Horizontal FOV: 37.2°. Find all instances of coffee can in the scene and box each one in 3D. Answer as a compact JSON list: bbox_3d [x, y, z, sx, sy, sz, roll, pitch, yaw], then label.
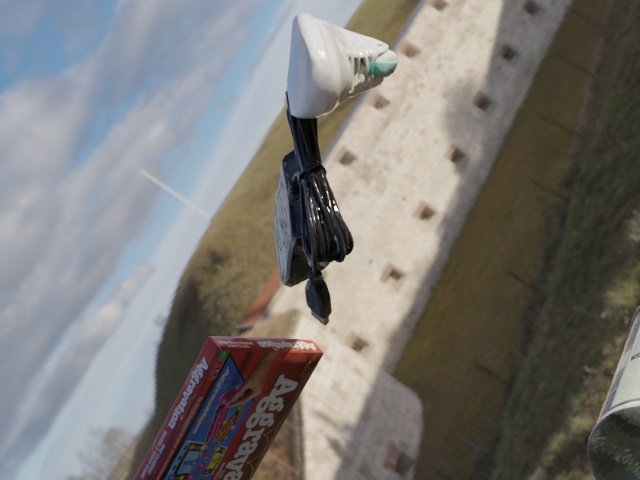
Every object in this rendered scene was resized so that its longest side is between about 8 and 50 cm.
[{"bbox_3d":[0.490,0.214,1.276,0.275,0.201,0.201,-47,-4,-48],"label":"coffee can"}]

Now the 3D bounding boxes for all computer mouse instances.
[{"bbox_3d":[0.000,0.000,0.882,0.262,0.060,0.184,100,162,-61],"label":"computer mouse"}]

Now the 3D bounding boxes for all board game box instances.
[{"bbox_3d":[-0.114,0.219,0.974,0.145,0.027,0.281,7,-63,-49],"label":"board game box"}]

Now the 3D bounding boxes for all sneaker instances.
[{"bbox_3d":[0.020,-0.148,0.798,0.212,0.094,0.080,-94,10,-71],"label":"sneaker"}]
